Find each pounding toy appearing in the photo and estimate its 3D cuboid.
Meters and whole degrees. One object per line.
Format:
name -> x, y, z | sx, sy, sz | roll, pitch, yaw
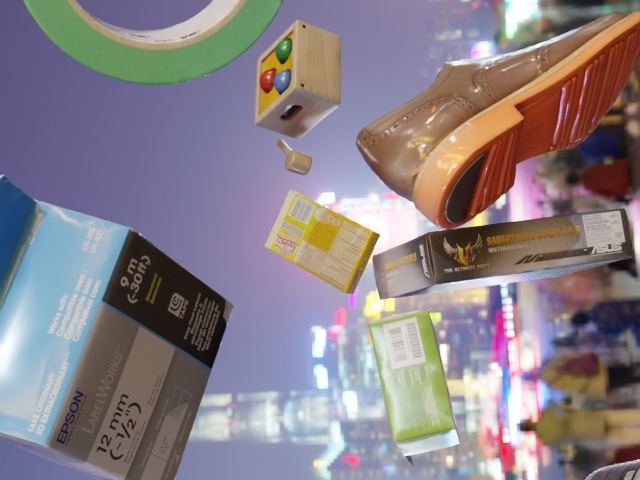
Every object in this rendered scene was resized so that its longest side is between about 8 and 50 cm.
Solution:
pounding toy -> -0.055, -0.205, 1.790 | 0.181, 0.094, 0.206 | -35, 47, 50

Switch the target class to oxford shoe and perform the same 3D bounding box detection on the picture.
oxford shoe -> 0.190, -0.152, 1.126 | 0.364, 0.133, 0.130 | -33, -35, -33

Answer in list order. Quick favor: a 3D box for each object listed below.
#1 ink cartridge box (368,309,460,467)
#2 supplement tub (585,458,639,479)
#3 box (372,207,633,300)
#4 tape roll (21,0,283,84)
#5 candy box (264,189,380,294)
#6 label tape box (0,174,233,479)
ink cartridge box -> 0.154, 0.236, 1.786 | 0.255, 0.097, 0.189 | 60, -163, -68
supplement tub -> 0.409, 0.341, 1.468 | 0.190, 0.117, 0.117 | 141, 131, -63
box -> 0.194, 0.017, 1.254 | 0.183, 0.231, 0.056 | 152, 110, -73
tape roll -> -0.187, -0.337, 1.274 | 0.077, 0.321, 0.321 | -134, 33, -61
candy box -> 0.000, 0.000, 1.807 | 0.027, 0.206, 0.105 | 17, -82, -46
label tape box -> -0.255, 0.116, 1.255 | 0.347, 0.115, 0.249 | 46, -122, -56
